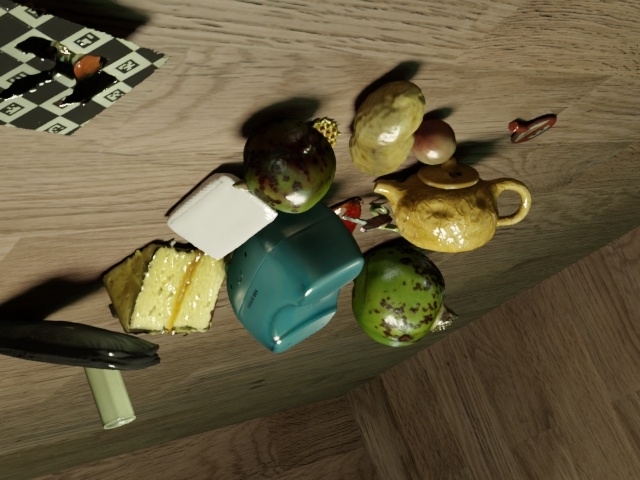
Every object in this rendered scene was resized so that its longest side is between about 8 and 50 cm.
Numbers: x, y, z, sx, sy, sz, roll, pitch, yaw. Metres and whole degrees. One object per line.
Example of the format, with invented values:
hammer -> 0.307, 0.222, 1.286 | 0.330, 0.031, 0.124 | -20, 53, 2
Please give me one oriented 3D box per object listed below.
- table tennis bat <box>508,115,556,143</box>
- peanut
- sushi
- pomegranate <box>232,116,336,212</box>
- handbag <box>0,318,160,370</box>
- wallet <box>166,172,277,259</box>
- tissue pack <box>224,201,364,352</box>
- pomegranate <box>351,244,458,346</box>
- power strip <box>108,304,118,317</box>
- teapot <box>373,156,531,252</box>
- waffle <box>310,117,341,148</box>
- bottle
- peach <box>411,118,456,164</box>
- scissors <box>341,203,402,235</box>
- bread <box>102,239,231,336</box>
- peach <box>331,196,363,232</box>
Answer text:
table tennis bat -> 0.410, -0.220, 1.987 | 0.098, 0.019, 0.154 | -32, 165, 30
peanut -> 0.101, -0.172, 1.581 | 0.103, 0.098, 0.229 | -62, 177, -19
sushi -> -0.307, -0.190, 1.058 | 0.192, 0.043, 0.279 | -31, 162, 27
pomegranate -> -0.055, -0.114, 1.513 | 0.148, 0.148, 0.169 | -15, -166, -24
handbag -> -0.462, 0.186, 1.811 | 0.332, 0.075, 0.191 | 7, -179, 23
wallet -> -0.163, -0.041, 1.651 | 0.124, 0.032, 0.183 | 37, 133, -19
tissue pack -> -0.060, 0.054, 1.889 | 0.198, 0.206, 0.287 | -27, 160, -31
pomegranate -> 0.198, 0.140, 2.412 | 0.254, 0.270, 0.254 | -57, 168, -20
power strip -> -0.386, 0.143, 2.058 | 0.038, 0.029, 0.111 | -27, 163, 15
teapot -> 0.256, -0.086, 1.949 | 0.311, 0.203, 0.167 | 0, 117, -3
waffle -> -0.003, -0.156, 1.587 | 0.078, 0.016, 0.085 | -44, 152, -6
bottle -> -0.456, 0.293, 2.135 | 0.072, 0.201, 0.072 | -21, 163, -7
peach -> 0.192, -0.171, 1.735 | 0.083, 0.083, 0.083 | -21, 164, -6
scissors -> 0.116, -0.034, 1.996 | 0.187, 0.133, 0.020 | -1, 123, -53
bread -> -0.286, 0.091, 1.903 | 0.141, 0.178, 0.266 | 5, 177, 31
peach -> 0.001, 0.004, 2.068 | 0.189, 0.068, 0.279 | -10, 160, -43
